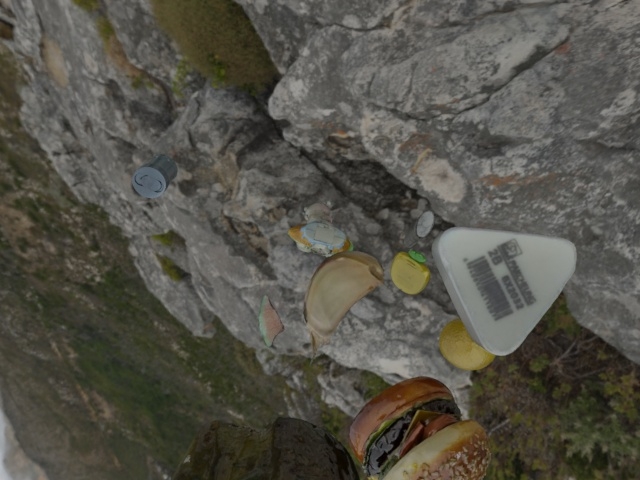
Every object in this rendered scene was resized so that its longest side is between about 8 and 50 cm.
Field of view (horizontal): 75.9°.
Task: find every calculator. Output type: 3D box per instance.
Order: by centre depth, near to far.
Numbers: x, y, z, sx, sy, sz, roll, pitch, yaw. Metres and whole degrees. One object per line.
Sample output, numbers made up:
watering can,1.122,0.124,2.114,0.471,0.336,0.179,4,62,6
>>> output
calculator,0.319,0.115,1.469,0.146,0.032,0.235,35,149,21

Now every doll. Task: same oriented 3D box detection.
doll,-0.017,-0.102,1.812,0.149,0.192,0.095,-22,126,17

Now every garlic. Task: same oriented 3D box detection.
garlic,0.034,0.164,1.151,0.338,0.151,0.196,-51,30,17

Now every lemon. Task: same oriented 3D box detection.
lemon,0.515,0.359,1.439,0.187,0.186,0.244,58,154,3

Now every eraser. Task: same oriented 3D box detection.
eraser,0.425,0.081,1.048,0.331,0.331,0.150,53,-176,10

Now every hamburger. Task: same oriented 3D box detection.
hamburger,0.211,0.449,0.867,0.225,0.290,0.291,51,145,46

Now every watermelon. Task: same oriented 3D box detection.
watermelon,-0.157,0.259,1.363,0.080,0.101,0.155,-39,71,20

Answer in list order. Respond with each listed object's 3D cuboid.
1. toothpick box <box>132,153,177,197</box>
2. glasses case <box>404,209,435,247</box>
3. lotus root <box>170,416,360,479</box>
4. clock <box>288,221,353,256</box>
toothpick box,-0.520,-0.206,1.300,0.153,0.101,0.101,-99,2,-65
glasses case,0.386,-0.039,1.625,0.060,0.114,0.299,26,175,7
lotus root,-0.071,0.331,0.327,0.250,0.346,0.251,2,104,6
clock,0.000,0.000,1.413,0.230,0.103,0.144,17,159,-1
